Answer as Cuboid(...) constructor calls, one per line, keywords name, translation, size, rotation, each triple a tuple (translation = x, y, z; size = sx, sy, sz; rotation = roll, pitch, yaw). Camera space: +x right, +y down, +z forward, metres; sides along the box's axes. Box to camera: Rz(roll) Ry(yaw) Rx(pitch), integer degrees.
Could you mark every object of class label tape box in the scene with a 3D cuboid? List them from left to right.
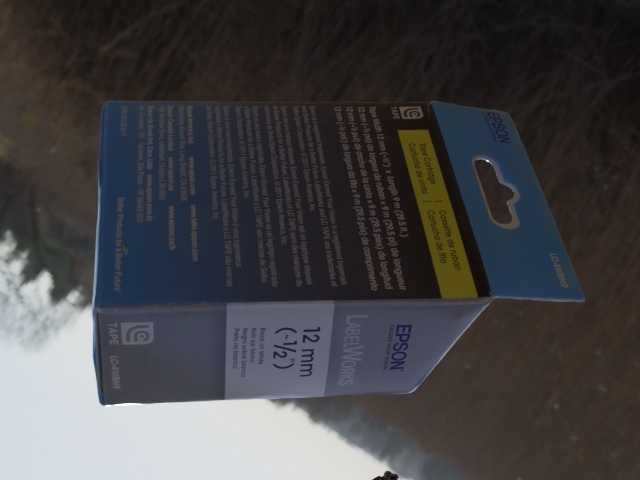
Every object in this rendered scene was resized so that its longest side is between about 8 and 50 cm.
Cuboid(name="label tape box", translation=(0.000, 0.000, 0.890), size=(0.347, 0.115, 0.249), rotation=(0, -138, -9))

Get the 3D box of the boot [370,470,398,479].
Cuboid(name="boot", translation=(0.116, 0.312, 1.051), size=(0.229, 0.263, 0.091), rotation=(54, 170, 28))
